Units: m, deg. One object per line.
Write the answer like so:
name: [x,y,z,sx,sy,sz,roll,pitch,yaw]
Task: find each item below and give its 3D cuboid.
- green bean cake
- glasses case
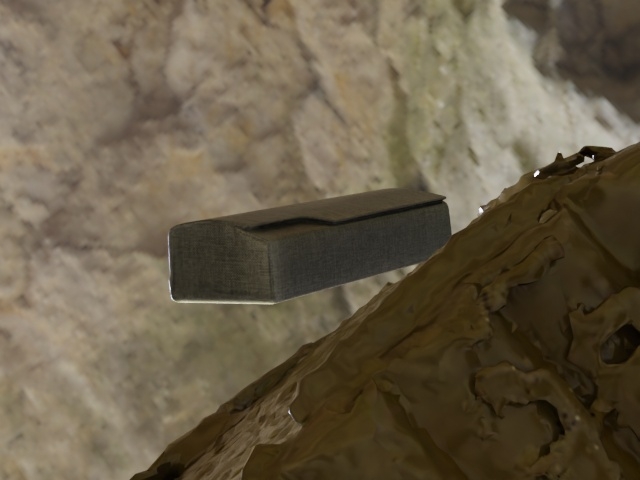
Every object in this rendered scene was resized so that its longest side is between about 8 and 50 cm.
green bean cake: [0.032,0.086,0.440,0.224,0.131,0.230,-38,-1,-24]
glasses case: [0.000,0.000,0.824,0.071,0.047,0.205,0,6,33]
